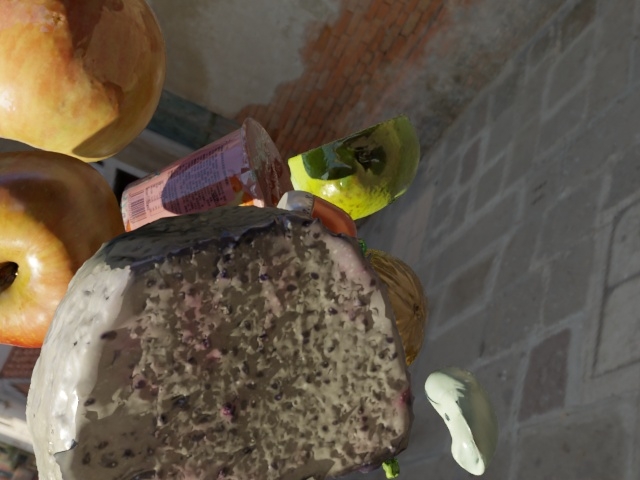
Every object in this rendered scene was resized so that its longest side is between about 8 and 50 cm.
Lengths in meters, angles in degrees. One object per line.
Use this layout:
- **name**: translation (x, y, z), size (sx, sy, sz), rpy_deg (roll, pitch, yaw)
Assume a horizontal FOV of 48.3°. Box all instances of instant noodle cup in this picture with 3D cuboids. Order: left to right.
- **instant noodle cup**: translation (-0.168, -0.042, 1.140), size (0.231, 0.242, 0.243), rpy_deg (-21, 22, 10)

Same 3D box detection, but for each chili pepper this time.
- **chili pepper**: translation (0.125, 0.423, 1.387), size (0.034, 0.030, 0.091), rpy_deg (-39, 54, 1)

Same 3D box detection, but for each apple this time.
- **apple**: translation (-0.359, 0.005, 0.877), size (0.242, 0.242, 0.241), rpy_deg (-64, 16, 13)
- **apple**: translation (-0.479, -0.329, 1.305), size (0.391, 0.392, 0.346), rpy_deg (-126, 57, -80)

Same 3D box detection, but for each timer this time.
- **timer**: translation (0.000, 0.000, 0.827), size (0.136, 0.136, 0.099), rpy_deg (-88, 18, -68)

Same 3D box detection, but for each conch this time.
- **conch**: translation (0.296, 0.360, 1.450), size (0.121, 0.221, 0.185), rpy_deg (-24, -5, 11)

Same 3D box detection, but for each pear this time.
- **pear**: translation (0.078, -0.132, 1.445), size (0.287, 0.176, 0.282), rpy_deg (-22, 5, 7)

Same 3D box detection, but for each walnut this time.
- **walnut**: translation (0.063, 0.158, 1.479), size (0.333, 0.333, 0.332), rpy_deg (-156, 90, -81)

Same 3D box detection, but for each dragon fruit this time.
- **dragon fruit**: translation (-0.091, 0.083, 0.568), size (0.204, 0.283, 0.221), rpy_deg (16, 115, 59)
